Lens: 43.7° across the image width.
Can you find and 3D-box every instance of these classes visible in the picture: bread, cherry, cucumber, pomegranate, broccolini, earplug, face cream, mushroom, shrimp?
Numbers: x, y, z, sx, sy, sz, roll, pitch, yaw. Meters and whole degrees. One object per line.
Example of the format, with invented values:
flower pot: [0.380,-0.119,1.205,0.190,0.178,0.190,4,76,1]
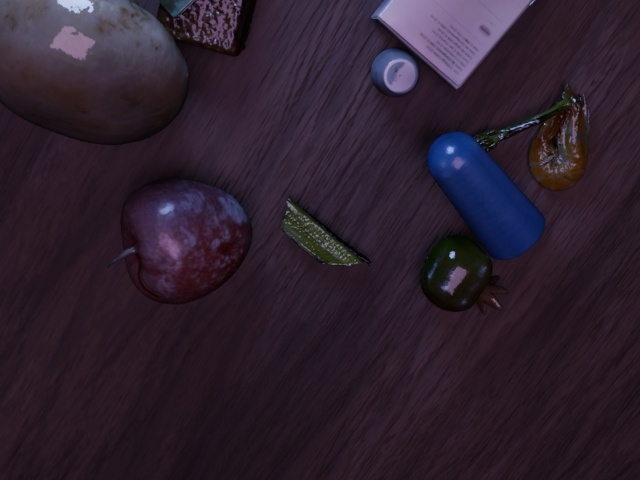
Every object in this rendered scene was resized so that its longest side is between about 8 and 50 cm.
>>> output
bread: [-0.167,-0.543,1.395,0.165,0.113,0.417,15,105,-4]
cherry: [-0.273,-0.001,1.508,0.285,0.213,0.236,-20,135,-22]
cucumber: [0.000,0.000,1.612,0.220,0.046,0.070,39,103,-12]
pomegranate: [0.293,0.077,1.620,0.191,0.131,0.152,25,99,-34]
broccolini: [0.369,-0.216,1.550,0.239,0.054,0.051,-26,144,14]
earplug: [0.304,-0.096,1.525,0.132,0.132,0.273,-40,118,9]
face cream: [0.142,-0.313,1.495,0.091,0.095,0.091,-1,108,-4]
mushroom: [-0.391,-0.326,1.342,0.362,0.362,0.295,15,77,-8]
shrimp: [0.474,-0.201,1.578,0.115,0.051,0.217,0,110,-1]

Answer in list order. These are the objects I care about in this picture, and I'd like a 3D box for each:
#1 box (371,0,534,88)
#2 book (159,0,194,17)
box: [0.251,-0.440,1.458,0.203,0.106,0.252,37,101,-14]
book: [-0.230,-0.457,1.353,0.135,0.017,0.103,-39,98,12]
